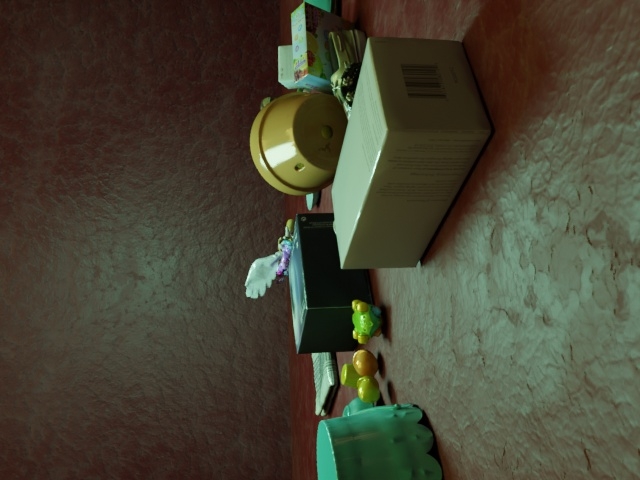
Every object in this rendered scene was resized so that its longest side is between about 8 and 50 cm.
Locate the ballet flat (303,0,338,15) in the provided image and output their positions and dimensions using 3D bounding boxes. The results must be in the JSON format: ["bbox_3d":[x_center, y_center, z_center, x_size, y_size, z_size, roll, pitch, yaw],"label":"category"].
[{"bbox_3d":[0.008,-0.646,1.715,0.123,0.123,0.349,178,92,-81],"label":"ballet flat"}]

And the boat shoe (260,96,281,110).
[{"bbox_3d":[-0.132,-0.358,1.637,0.095,0.095,0.258,73,-169,-47],"label":"boat shoe"}]

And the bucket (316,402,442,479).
[{"bbox_3d":[0.099,0.451,1.018,0.281,0.182,0.281,179,90,-81],"label":"bucket"}]

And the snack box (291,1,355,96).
[{"bbox_3d":[0.013,-0.498,1.444,0.070,0.174,0.207,-17,71,51],"label":"snack box"}]

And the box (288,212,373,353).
[{"bbox_3d":[0.015,0.123,1.518,0.296,0.182,0.294,101,163,-55],"label":"box"}]

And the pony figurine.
[{"bbox_3d":[-0.143,0.090,2.350,0.363,0.302,0.351,-60,-20,-78],"label":"pony figurine"}]

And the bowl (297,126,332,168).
[{"bbox_3d":[-0.042,-0.264,1.784,0.156,0.289,0.289,45,164,4],"label":"bowl"}]

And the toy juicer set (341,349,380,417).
[{"bbox_3d":[0.108,0.413,1.271,0.209,0.089,0.329,111,167,-52],"label":"toy juicer set"}]

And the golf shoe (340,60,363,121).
[{"bbox_3d":[0.097,-0.272,1.209,0.120,0.105,0.273,92,174,-66],"label":"golf shoe"}]

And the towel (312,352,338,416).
[{"bbox_3d":[0.004,0.453,2.006,0.324,0.056,0.312,99,166,-51],"label":"towel"}]

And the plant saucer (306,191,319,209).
[{"bbox_3d":[-0.028,-0.217,2.171,0.195,0.037,0.195,180,90,-81],"label":"plant saucer"}]

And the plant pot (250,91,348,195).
[{"bbox_3d":[-0.022,-0.278,1.490,0.203,0.290,0.291,-4,87,64],"label":"plant pot"}]

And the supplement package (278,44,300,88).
[{"bbox_3d":[-0.024,-0.512,1.602,0.105,0.179,0.105,-12,-78,-78],"label":"supplement package"}]

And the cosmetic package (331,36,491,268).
[{"bbox_3d":[0.121,-0.122,0.901,0.366,0.155,0.197,103,164,-58],"label":"cosmetic package"}]

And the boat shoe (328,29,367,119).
[{"bbox_3d":[0.072,-0.391,1.357,0.109,0.094,0.303,109,158,-65],"label":"boat shoe"}]

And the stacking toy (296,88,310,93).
[{"bbox_3d":[-0.063,-0.450,1.802,0.221,0.052,0.167,112,176,-52],"label":"stacking toy"}]

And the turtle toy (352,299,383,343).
[{"bbox_3d":[0.110,0.186,1.281,0.130,0.066,0.095,-173,82,-80],"label":"turtle toy"}]
